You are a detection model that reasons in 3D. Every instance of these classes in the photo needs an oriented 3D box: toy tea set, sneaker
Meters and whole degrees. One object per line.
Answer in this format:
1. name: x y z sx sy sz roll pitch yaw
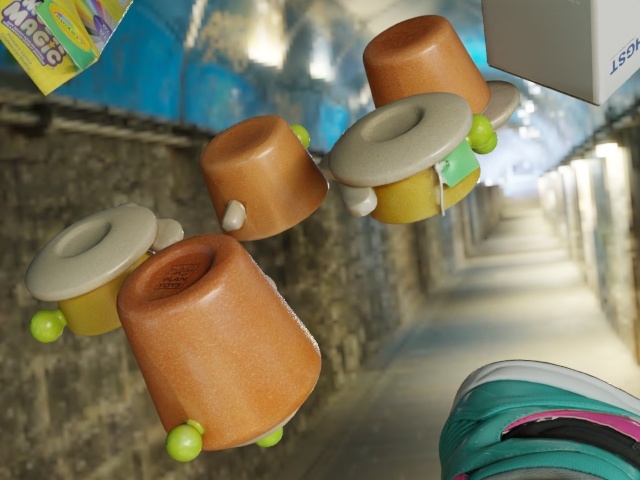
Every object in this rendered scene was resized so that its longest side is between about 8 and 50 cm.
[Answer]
1. toy tea set: 0.000 0.000 0.821 0.336 0.124 0.200 -34 29 -14
2. sneaker: 0.194 0.155 0.719 0.296 0.123 0.178 11 25 16

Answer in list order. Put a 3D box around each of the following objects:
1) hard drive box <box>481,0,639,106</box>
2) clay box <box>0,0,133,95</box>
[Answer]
1. hard drive box: 0.175 -0.229 0.820 0.089 0.232 0.181 27 56 34
2. clay box: -0.204 -0.187 0.997 0.053 0.127 0.222 -33 18 13
